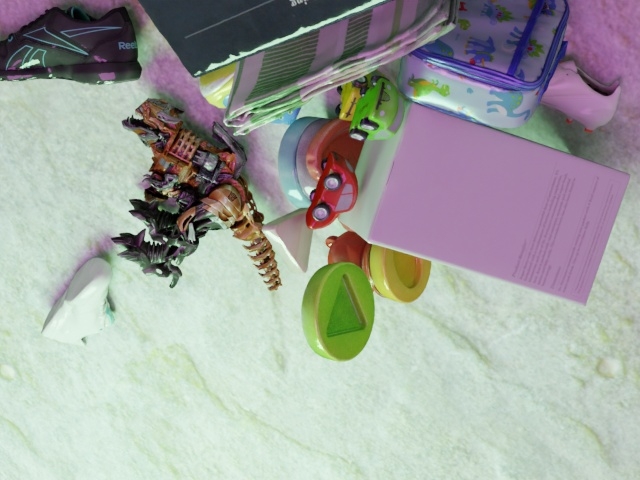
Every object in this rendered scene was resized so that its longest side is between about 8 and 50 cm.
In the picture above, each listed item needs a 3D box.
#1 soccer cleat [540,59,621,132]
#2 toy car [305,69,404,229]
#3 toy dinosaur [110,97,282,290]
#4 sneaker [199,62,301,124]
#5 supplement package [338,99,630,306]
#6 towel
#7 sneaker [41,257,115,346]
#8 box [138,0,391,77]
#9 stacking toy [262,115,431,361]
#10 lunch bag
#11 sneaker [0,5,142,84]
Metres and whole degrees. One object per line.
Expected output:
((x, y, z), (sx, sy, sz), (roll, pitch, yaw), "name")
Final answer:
((0.283, -0.202, 1.615), (0.196, 0.068, 0.076), (19, 124, -4), "soccer cleat")
((0.054, -0.134, 1.521), (0.053, 0.239, 0.225), (17, 167, -12), "toy car")
((-0.176, -0.048, 1.837), (0.218, 0.164, 0.322), (-36, 87, 19), "toy dinosaur")
((-0.039, -0.230, 1.703), (0.240, 0.091, 0.126), (-21, 134, 30), "sneaker")
((0.198, -0.053, 1.599), (0.293, 0.175, 0.178), (17, 96, -13), "supplement package")
((0.027, -0.274, 1.533), (0.324, 0.248, 0.038), (-22, 132, 32), "towel")
((-0.367, 0.104, 2.063), (0.094, 0.080, 0.212), (28, 137, -18), "sneaker")
((-0.041, -0.484, 1.317), (0.479, 0.297, 0.472), (-13, 119, 41), "box")
((0.000, 0.000, 1.732), (0.130, 0.279, 0.309), (1, 127, 38), "stacking toy")
((0.199, -0.234, 1.517), (0.176, 0.219, 0.090), (21, 135, 9), "lunch bag")
((-0.370, -0.273, 1.782), (0.267, 0.101, 0.106), (3, 104, 18), "sneaker")
